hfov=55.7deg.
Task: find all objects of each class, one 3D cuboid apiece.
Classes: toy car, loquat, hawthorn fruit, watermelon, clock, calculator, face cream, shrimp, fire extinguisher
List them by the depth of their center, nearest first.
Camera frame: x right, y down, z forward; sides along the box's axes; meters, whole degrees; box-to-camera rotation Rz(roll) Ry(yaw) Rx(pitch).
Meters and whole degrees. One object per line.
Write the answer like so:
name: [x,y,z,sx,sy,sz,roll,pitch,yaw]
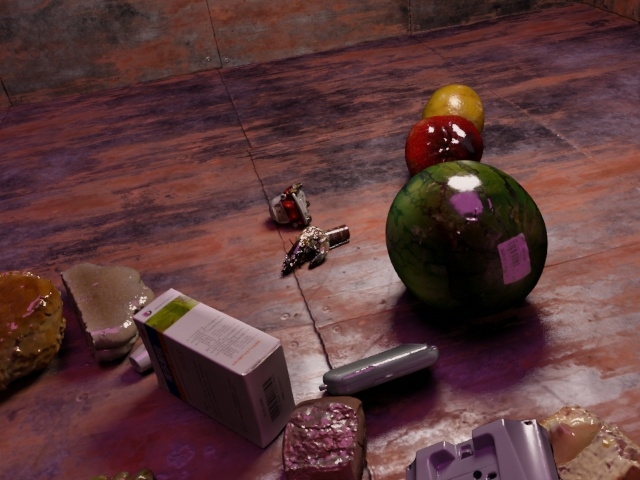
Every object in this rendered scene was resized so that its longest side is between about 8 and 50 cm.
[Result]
clock: [0.226,0.379,0.882,0.253,0.083,0.186,-32,25,25]
calculator: [0.111,0.245,1.167,0.246,0.045,0.141,-16,-6,-15]
watermelon: [0.308,-0.004,1.307,0.363,0.363,0.363,-5,34,3]
face cream: [-0.335,0.221,1.340,0.072,0.051,0.182,20,43,36]
shrimp: [-0.037,0.033,1.552,0.091,0.034,0.161,33,67,11]
fire extinguisher: [0.000,0.000,1.615,0.158,0.043,0.064,-18,77,-14]
toy car: [-0.093,-0.097,1.735,0.112,0.112,0.139,-20,23,9]
hawthorn fruit: [0.362,-0.282,1.829,0.230,0.210,0.266,-14,21,5]
loquat: [0.436,-0.392,1.958,0.213,0.213,0.246,-12,29,-7]

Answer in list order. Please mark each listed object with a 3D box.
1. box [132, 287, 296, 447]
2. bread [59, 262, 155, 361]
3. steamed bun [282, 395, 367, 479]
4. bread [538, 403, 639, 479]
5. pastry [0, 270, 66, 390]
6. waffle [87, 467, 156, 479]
box: [-0.201,0.238,1.156,0.299,0.200,0.106,18,42,32]
bread: [-0.495,0.146,1.437,0.183,0.102,0.337,-24,38,-24]
steamed bun: [0.006,0.345,1.043,0.145,0.106,0.175,-2,36,8]
bread: [0.419,0.387,0.932,0.211,0.224,0.183,28,17,-23]
pastry: [-0.701,0.212,1.322,0.311,0.162,0.255,-38,54,-24]
waffle: [-0.354,0.468,0.972,0.204,0.054,0.223,-19,36,-16]
